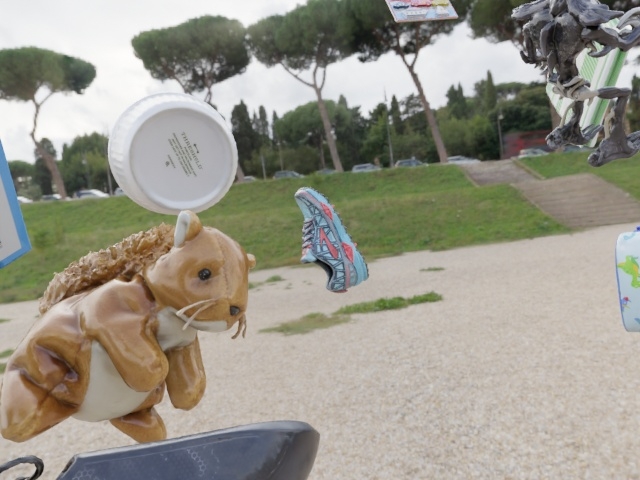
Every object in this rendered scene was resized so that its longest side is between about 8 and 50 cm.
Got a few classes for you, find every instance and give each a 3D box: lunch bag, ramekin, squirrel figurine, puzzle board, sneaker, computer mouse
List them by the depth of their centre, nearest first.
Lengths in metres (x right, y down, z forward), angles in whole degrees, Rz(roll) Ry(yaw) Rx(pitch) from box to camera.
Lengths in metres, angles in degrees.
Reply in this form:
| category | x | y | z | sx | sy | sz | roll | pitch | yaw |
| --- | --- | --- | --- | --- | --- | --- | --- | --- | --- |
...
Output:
| category | x | y | z | sx | sy | sz | roll | pitch | yaw |
| --- | --- | --- | --- | --- | --- | --- | --- | --- | --- |
| computer mouse | -0.128 | 0.203 | 0.377 | 0.271 | 0.072 | 0.189 | -6 | -32 | -13 |
| lunch bag | 0.571 | 0.066 | 0.813 | 0.218 | 0.176 | 0.090 | 5 | -9 | -40 |
| squirrel figurine | -0.298 | 0.095 | 0.835 | 0.281 | 0.370 | 0.397 | 38 | 9 | -45 |
| puzzle board | 0.198 | -0.467 | 0.967 | 0.128 | 0.097 | 0.011 | -8 | -33 | -9 |
| ramekin | -0.302 | -0.177 | 1.037 | 0.272 | 0.273 | 0.127 | -8 | 18 | -23 |
| sneaker | 0.000 | 0.000 | 1.112 | 0.125 | 0.262 | 0.104 | -30 | -10 | -14 |

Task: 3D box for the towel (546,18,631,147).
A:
| category | x | y | z | sx | sy | sz | roll | pitch | yaw |
| --- | --- | --- | --- | --- | --- | --- | --- | --- | --- |
| towel | 0.573 | -0.377 | 1.066 | 0.038 | 0.248 | 0.325 | 5 | 37 | 7 |

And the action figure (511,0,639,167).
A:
| category | x | y | z | sx | sy | sz | roll | pitch | yaw |
| --- | --- | --- | --- | --- | --- | --- | --- | --- | --- |
| action figure | 0.344 | -0.239 | 0.627 | 0.141 | 0.276 | 0.164 | -39 | 36 | -10 |

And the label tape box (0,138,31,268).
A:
| category | x | y | z | sx | sy | sz | roll | pitch | yaw |
| --- | --- | --- | --- | --- | --- | --- | --- | --- | --- |
| label tape box | -0.439 | -0.135 | 0.432 | 0.347 | 0.249 | 0.115 | 33 | 46 | 15 |
